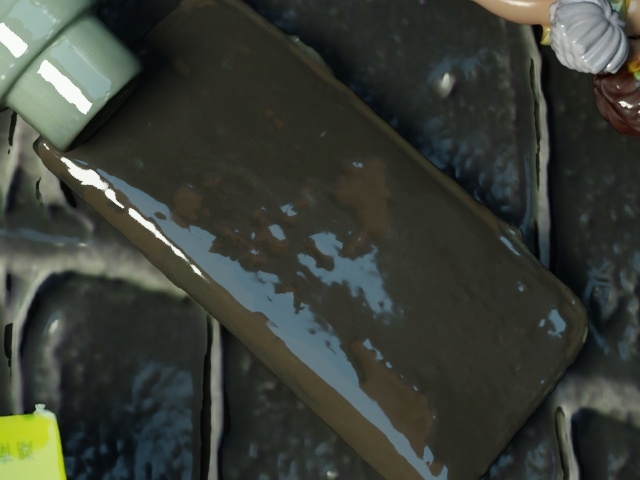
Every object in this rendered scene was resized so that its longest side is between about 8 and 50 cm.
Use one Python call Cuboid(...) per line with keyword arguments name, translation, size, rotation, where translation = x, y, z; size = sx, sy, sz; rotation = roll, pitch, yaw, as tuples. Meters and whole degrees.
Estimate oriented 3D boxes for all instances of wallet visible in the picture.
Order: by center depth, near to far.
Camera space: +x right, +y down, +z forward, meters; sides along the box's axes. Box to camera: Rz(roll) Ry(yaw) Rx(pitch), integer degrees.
Cuboid(name="wallet", translation=(0.000, 0.000, 0.969), size=(0.309, 0.042, 0.165), rotation=(42, 62, -1))

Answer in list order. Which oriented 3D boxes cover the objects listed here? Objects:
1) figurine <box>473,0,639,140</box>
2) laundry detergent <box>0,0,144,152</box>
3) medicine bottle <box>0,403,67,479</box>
Cuboid(name="figurine", translation=(0.197, -0.137, 1.060), size=(0.240, 0.116, 0.175), rotation=(27, 60, -4))
Cuboid(name="laundry detergent", translation=(-0.267, -0.190, 0.883), size=(0.398, 0.125, 0.264), rotation=(44, 63, -2))
Cuboid(name="medicine bottle", translation=(-0.176, 0.211, 0.763), size=(0.137, 0.141, 0.250), rotation=(-4, 72, -27))
